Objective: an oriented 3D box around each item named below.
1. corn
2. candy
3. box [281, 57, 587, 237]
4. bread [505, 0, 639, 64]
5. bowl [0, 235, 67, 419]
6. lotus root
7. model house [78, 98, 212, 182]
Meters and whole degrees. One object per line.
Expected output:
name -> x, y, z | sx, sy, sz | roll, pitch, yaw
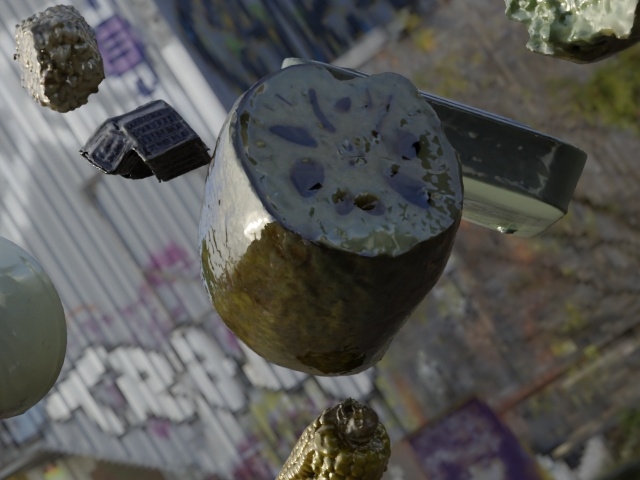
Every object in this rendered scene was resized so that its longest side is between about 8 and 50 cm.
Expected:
corn -> 0.001, 0.255, 1.754 | 0.097, 0.097, 0.262 | -28, -22, -41
candy -> -0.250, -0.175, 1.609 | 0.085, 0.095, 0.110 | -23, 16, -9
box -> 0.129, -0.114, 2.194 | 0.396, 0.396, 0.111 | 99, -170, -84
bread -> 0.293, -0.268, 1.439 | 0.252, 0.196, 0.238 | -8, -59, -40
bowl -> -0.500, 0.131, 2.304 | 0.277, 0.277, 0.145 | -36, -3, 22
lotus root -> 0.000, 0.000, 1.620 | 0.250, 0.250, 0.346 | -31, -19, -19
model house -> -0.228, -0.117, 2.232 | 0.165, 0.106, 0.152 | -27, 20, -8
